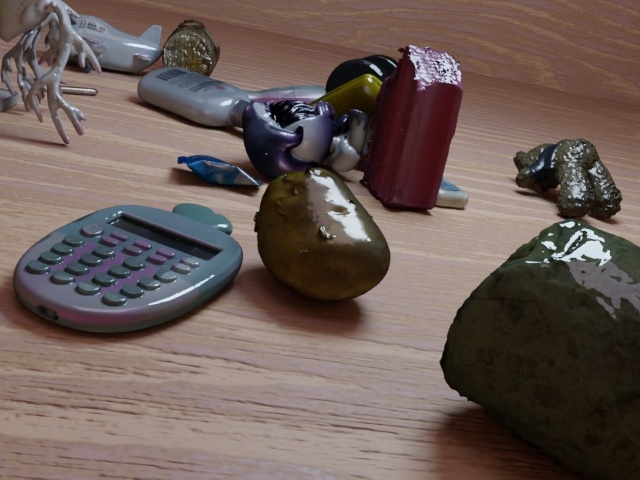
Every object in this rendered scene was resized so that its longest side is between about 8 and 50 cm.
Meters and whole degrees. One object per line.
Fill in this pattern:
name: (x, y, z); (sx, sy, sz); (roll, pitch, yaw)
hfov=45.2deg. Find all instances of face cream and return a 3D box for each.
face cream: (-0.214, -0.271, 1.498); (0.291, 0.071, 0.144); (23, 34, 28)

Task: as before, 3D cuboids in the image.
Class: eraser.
eraser: (-0.572, -0.231, 1.259); (0.103, 0.023, 0.150); (13, 21, -3)

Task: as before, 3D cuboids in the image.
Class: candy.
candy: (-0.149, -0.102, 1.161); (0.136, 0.038, 0.088); (15, 6, -13)

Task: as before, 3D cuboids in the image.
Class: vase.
vase: (-0.098, -0.290, 1.620); (0.214, 0.086, 0.086); (1, 23, -18)

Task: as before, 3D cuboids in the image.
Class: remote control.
remote control: (0.204, -0.091, 1.340); (0.074, 0.032, 0.122); (3, 22, -23)

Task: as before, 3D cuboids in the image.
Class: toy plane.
toy plane: (-0.485, -0.444, 1.739); (0.252, 0.118, 0.252); (9, 20, -3)

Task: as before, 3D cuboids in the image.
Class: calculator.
calculator: (-0.187, 0.019, 0.809); (0.185, 0.041, 0.299); (19, 23, 15)

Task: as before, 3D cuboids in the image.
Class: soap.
soap: (0.147, -0.184, 1.242); (0.099, 0.250, 0.162); (5, 23, -14)

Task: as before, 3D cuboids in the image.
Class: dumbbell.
dumbbell: (0.110, -0.351, 1.792); (0.152, 0.153, 0.218); (17, 21, 13)

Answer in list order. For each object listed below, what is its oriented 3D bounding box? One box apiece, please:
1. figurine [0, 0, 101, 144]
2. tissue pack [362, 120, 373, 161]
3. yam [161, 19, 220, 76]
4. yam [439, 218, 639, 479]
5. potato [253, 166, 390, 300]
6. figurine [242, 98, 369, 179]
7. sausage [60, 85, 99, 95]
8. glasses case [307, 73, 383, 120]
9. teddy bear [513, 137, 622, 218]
figurine: (-0.495, -0.310, 1.152); (0.315, 0.284, 0.206); (-1, 28, -19)
tissue pack: (0.157, -0.209, 1.480); (0.159, 0.145, 0.229); (-30, 18, 11)
yam: (-0.306, -0.442, 1.811); (0.129, 0.128, 0.238); (21, 18, -10)
yam: (0.258, 0.109, 0.617); (0.300, 0.195, 0.195); (28, 26, 35)
potato: (0.000, 0.000, 0.861); (0.137, 0.137, 0.176); (0, 45, -30)
figurine: (-0.032, -0.161, 1.279); (0.222, 0.145, 0.145); (3, 22, -35)
sausage: (-0.475, -0.289, 1.480); (0.100, 0.015, 0.015); (-4, 26, -36)
glasses case: (0.026, -0.230, 1.399); (0.234, 0.079, 0.064); (-19, 34, 43)
teddy bear: (0.479, -0.136, 1.480); (0.181, 0.129, 0.251); (5, 22, -26)
